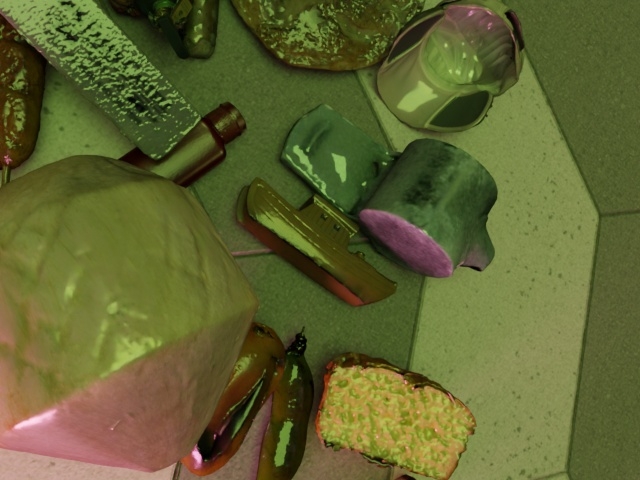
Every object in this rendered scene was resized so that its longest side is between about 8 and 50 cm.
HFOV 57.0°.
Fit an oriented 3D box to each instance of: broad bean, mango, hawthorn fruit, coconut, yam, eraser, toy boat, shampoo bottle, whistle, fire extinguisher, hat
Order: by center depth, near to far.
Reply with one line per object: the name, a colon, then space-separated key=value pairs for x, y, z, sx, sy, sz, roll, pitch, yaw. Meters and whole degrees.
coconut: x=-0.285 y=0.110 z=0.785 sx=0.344 sy=0.415 sz=0.415 roll=-22 pitch=92 yaw=-40
eraser: x=-0.338 y=-0.278 z=0.872 sx=0.111 sy=0.077 sz=0.352 roll=-44 pitch=115 yaw=-3
mango: x=-0.147 y=0.244 z=0.926 sx=0.156 sy=0.151 sz=0.249 roll=29 pitch=80 yaw=-48
fire extinguisher: x=-0.254 y=-0.446 z=0.945 sx=0.095 sy=0.114 sz=0.311 roll=-14 pitch=68 yaw=10
shampoo bottle: x=-0.240 y=-0.135 z=0.973 sx=0.260 sy=0.064 sz=0.102 roll=-39 pitch=90 yaw=-17
hawthorn fruit: x=-0.322 y=-0.425 z=0.980 sx=0.066 sy=0.067 sz=0.103 roll=-4 pitch=73 yaw=-17
broad bean: x=-0.057 y=0.312 z=0.987 sx=0.077 sy=0.061 sz=0.339 roll=15 pitch=81 yaw=-31
yam: x=-0.197 y=-0.471 z=1.004 sx=0.071 sy=0.067 sz=0.317 roll=5 pitch=90 yaw=-60
toy boat: x=0.000 y=0.000 z=1.023 sx=0.321 sy=0.089 sz=0.121 roll=36 pitch=60 yaw=-11
whistle: x=0.125 y=-0.085 z=1.045 sx=0.404 sy=0.188 sz=0.168 roll=29 pitch=71 yaw=22
hat: x=0.238 y=-0.333 z=1.102 sx=0.275 sy=0.161 sz=0.232 roll=-36 pitch=110 yaw=7

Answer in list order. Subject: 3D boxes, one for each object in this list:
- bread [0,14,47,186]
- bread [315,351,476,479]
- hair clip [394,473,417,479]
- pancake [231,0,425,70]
bread: x=-0.479 y=-0.236 z=0.900 sx=0.124 sy=0.084 sz=0.344 roll=-2 pitch=86 yaw=1
bread: x=0.116 y=0.286 z=1.005 sx=0.260 sy=0.147 sz=0.160 roll=16 pitch=89 yaw=-8
hair clip: x=0.049 y=0.530 z=0.986 sx=0.330 sy=0.085 sz=0.101 roll=-29 pitch=92 yaw=-16
pancake: x=0.015 y=-0.487 z=1.074 sx=0.387 sy=0.082 sz=0.387 roll=0 pitch=89 yaw=-11
